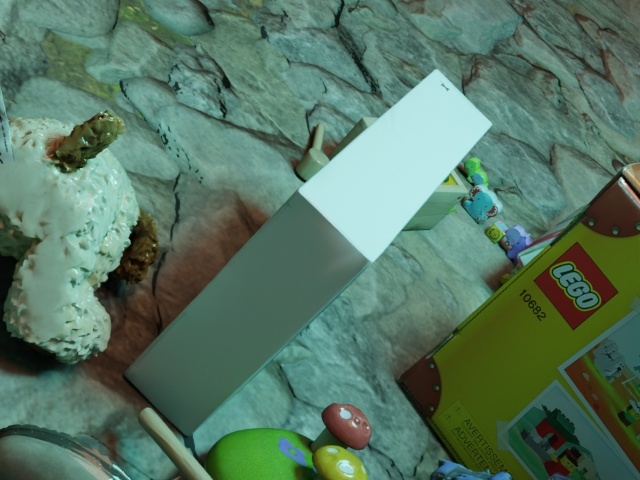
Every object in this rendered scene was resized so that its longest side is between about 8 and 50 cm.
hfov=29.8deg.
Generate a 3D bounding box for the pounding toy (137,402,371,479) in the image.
[{"bbox_3d":[-0.017,0.199,1.052,0.237,0.110,0.183,27,17,-41],"label":"pounding toy"}]

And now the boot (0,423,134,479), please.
[{"bbox_3d":[-0.181,0.259,0.902,0.246,0.083,0.161,39,39,-4],"label":"boot"}]

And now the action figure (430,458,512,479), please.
[{"bbox_3d":[0.198,0.313,0.979,0.330,0.341,0.178,-29,117,-31],"label":"action figure"}]

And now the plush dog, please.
[{"bbox_3d":[-0.247,-0.046,1.106,0.262,0.210,0.225,41,6,-6],"label":"plush dog"}]

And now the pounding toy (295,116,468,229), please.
[{"bbox_3d":[0.066,-0.111,1.568,0.206,0.094,0.181,-2,53,-48],"label":"pounding toy"}]

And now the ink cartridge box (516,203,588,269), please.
[{"bbox_3d":[0.405,0.057,1.663,0.283,0.117,0.207,-28,94,-56],"label":"ink cartridge box"}]

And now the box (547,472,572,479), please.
[{"bbox_3d":[0.285,0.368,1.122,0.270,0.143,0.165,28,28,23],"label":"box"}]

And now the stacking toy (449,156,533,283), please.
[{"bbox_3d":[0.257,-0.026,1.712,0.221,0.052,0.167,48,33,8],"label":"stacking toy"}]

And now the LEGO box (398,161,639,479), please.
[{"bbox_3d":[0.382,0.218,1.269,0.193,0.372,0.500,-14,63,-53],"label":"LEGO box"}]

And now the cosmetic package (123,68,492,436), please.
[{"bbox_3d":[0.000,0.000,1.196,0.097,0.284,0.377,43,33,1],"label":"cosmetic package"}]
